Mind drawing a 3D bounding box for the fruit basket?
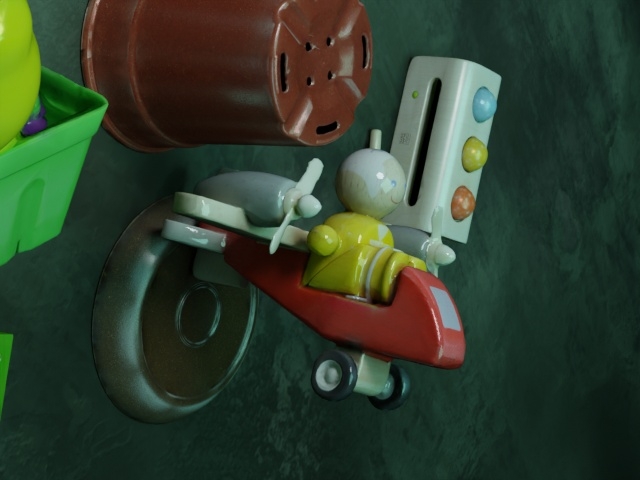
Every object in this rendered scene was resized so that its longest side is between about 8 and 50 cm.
[{"bbox_3d":[-0.389,-0.126,1.440,0.392,0.283,0.392,-41,144,-38],"label":"fruit basket"}]

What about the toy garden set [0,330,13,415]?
[{"bbox_3d":[-0.440,0.104,1.639,0.244,0.049,0.204,4,97,-53],"label":"toy garden set"}]

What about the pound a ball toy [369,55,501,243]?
[{"bbox_3d":[0.172,-0.123,2.345,0.208,0.136,0.319,17,84,-54],"label":"pound a ball toy"}]

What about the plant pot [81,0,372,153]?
[{"bbox_3d":[-0.099,-0.226,1.835,0.272,0.265,0.272,-17,111,-51],"label":"plant pot"}]

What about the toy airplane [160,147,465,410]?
[{"bbox_3d":[0.000,0.000,1.859,0.272,0.384,0.386,-60,-171,9],"label":"toy airplane"}]

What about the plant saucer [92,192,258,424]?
[{"bbox_3d":[-0.174,0.094,1.999,0.310,0.050,0.310,-20,115,-50],"label":"plant saucer"}]
